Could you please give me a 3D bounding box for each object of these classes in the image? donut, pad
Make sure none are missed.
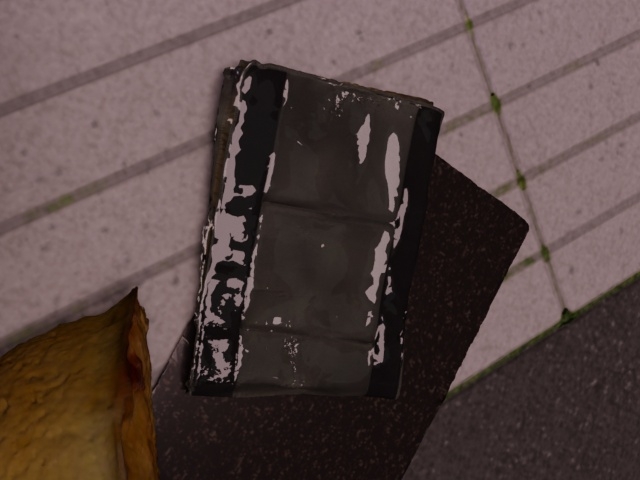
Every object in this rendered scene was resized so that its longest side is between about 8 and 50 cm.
[{"bbox_3d":[-0.143,0.189,0.462,0.112,0.151,0.294,-8,97,-4],"label":"donut"},{"bbox_3d":[0.000,0.000,0.571,0.174,0.022,0.232,6,93,-25],"label":"pad"},{"bbox_3d":[0.013,0.075,0.597,0.220,0.004,0.330,33,81,-23],"label":"pad"}]
